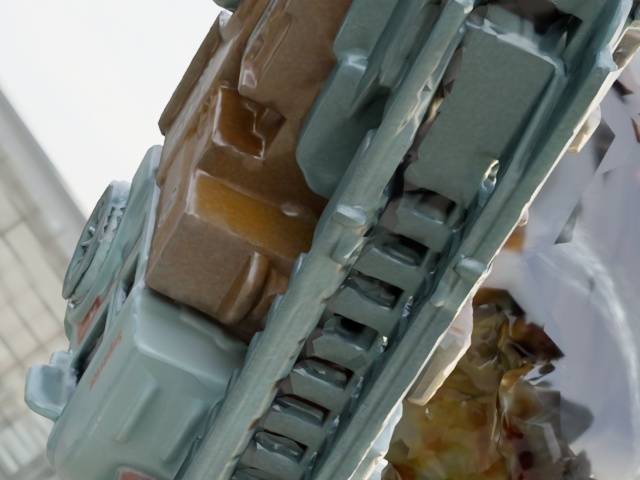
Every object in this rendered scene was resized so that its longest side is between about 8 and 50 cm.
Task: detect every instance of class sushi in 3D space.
[{"bbox_3d":[0.185,0.048,0.979,0.176,0.417,0.417,-16,-65,36],"label":"sushi"}]

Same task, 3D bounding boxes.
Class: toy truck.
[{"bbox_3d":[0.000,0.000,0.603,0.133,0.338,0.184,25,31,-13],"label":"toy truck"}]

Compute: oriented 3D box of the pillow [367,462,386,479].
[{"bbox_3d":[0.009,0.259,0.901,0.310,0.138,0.283,-41,124,-77],"label":"pillow"}]
